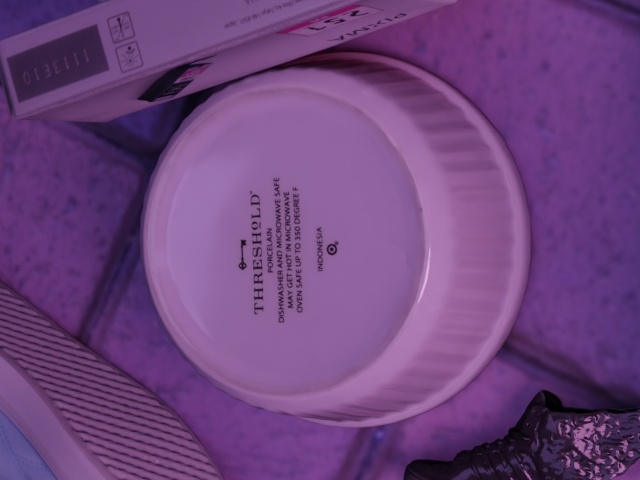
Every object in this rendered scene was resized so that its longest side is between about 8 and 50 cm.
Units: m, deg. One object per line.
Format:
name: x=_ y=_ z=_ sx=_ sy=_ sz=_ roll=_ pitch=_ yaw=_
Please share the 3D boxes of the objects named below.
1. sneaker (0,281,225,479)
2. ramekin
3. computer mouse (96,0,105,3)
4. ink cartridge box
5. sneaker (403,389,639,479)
sneaker: x=-0.210 y=0.162 z=1.402 sx=0.366 sy=0.135 sz=0.150 roll=39 pitch=113 yaw=27
ramekin: x=0.000 y=0.000 z=1.299 sx=0.273 sy=0.127 sz=0.273 roll=0 pitch=91 yaw=23
computer mouse: x=-0.107 y=-0.254 z=1.392 sx=0.106 sy=0.042 sz=0.193 roll=38 pitch=99 yaw=14
ink cartridge box: x=-0.039 y=-0.142 z=1.254 sx=0.275 sy=0.239 sz=0.060 roll=-17 pitch=85 yaw=23
sneaker: x=0.144 y=0.141 z=1.282 sx=0.170 sy=0.051 sz=0.089 roll=8 pitch=94 yaw=19
